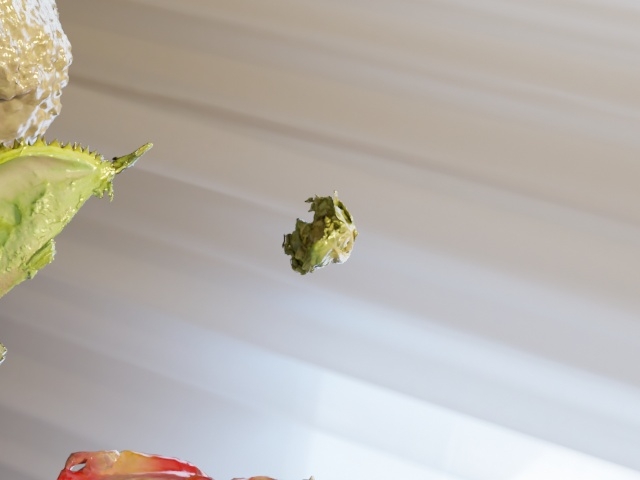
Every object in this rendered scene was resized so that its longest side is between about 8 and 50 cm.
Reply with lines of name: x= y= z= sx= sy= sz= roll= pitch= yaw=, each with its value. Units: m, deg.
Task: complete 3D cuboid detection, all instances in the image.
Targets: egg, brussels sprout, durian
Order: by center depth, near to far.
durian: x=-0.240 y=-0.028 z=1.089 sx=0.215 sy=0.100 sz=0.086 roll=-46 pitch=174 yaw=-1
brussels sprout: x=0.000 y=0.000 z=1.261 sx=0.058 sy=0.085 sz=0.085 roll=38 pitch=66 yaw=-35
egg: x=-0.388 y=-0.195 z=1.297 sx=0.310 sy=0.279 sz=0.279 roll=56 pitch=48 yaw=-30

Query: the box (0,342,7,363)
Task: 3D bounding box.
box: x=-0.335 y=0.044 z=0.907 sx=0.086 sy=0.225 sz=0.129 roll=-43 pitch=179 yaw=-40

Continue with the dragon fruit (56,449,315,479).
dragon fruit: x=-0.077 y=0.290 z=0.800 sx=0.249 sy=0.371 sz=0.386 roll=-47 pitch=-174 yaw=47
